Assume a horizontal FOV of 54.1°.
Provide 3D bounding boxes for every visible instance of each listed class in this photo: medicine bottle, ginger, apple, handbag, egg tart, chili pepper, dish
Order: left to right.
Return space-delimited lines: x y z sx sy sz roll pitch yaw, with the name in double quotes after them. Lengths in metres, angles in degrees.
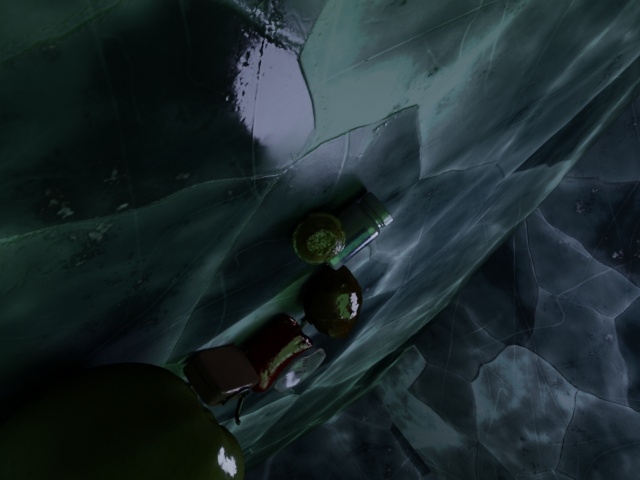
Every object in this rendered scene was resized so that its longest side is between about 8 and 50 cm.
-0.392 0.462 1.226 0.473 0.473 0.473 -34 159 -15 "apple"
-0.257 0.358 1.654 0.072 0.151 0.193 -44 158 18 "handbag"
-0.183 0.367 1.812 0.338 0.134 0.131 -45 145 4 "chili pepper"
-0.090 0.432 2.196 0.229 0.081 0.229 -33 155 -18 "dish"
0.000 0.000 1.403 0.129 0.129 0.049 -40 -157 2 "egg tart"
0.030 0.195 1.796 0.165 0.172 0.321 6 153 -4 "ginger"
0.074 -0.024 1.493 0.186 0.103 0.103 -39 159 0 "medicine bottle"

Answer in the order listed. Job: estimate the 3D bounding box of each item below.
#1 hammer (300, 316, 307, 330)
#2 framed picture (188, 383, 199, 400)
-0.069 0.292 2.027 0.062 0.017 0.182 -16 150 -46 "hammer"
-0.389 0.490 1.701 0.015 0.150 0.203 0 -169 22 "framed picture"
